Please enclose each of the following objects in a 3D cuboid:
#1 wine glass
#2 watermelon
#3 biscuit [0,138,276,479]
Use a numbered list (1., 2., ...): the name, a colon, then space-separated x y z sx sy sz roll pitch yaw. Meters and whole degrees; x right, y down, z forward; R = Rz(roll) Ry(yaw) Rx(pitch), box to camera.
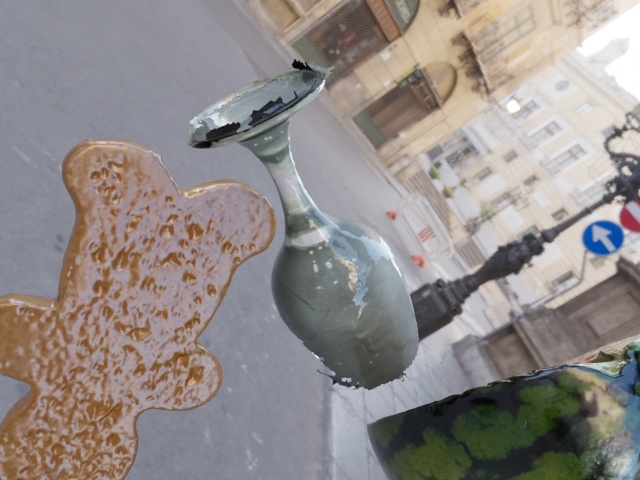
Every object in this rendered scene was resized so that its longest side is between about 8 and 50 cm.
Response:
1. wine glass: 0.000 0.000 0.534 0.143 0.144 0.321 -99 166 -62
2. watermelon: 0.133 0.163 0.478 0.128 0.303 0.159 38 40 -21
3. biscuit: -0.138 0.061 0.375 0.166 0.249 0.036 22 -1 -29
